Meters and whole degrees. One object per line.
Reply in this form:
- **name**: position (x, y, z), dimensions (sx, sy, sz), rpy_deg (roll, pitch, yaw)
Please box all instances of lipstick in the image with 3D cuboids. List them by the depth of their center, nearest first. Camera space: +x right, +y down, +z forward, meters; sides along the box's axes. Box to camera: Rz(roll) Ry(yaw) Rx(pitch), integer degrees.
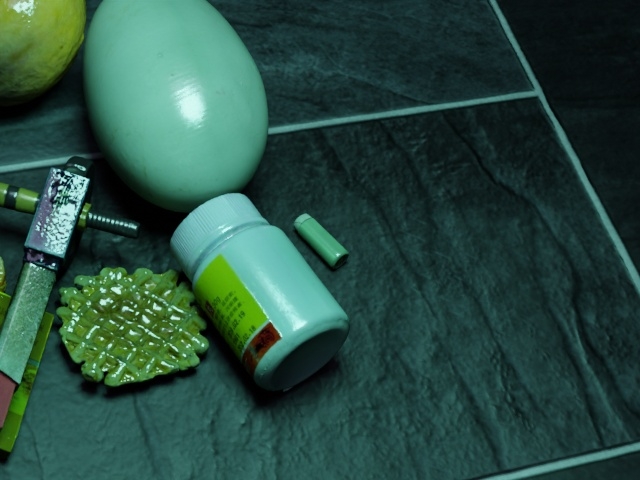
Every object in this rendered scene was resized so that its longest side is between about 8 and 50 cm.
- **lipstick**: position (-0.336, 0.070, 1.646), dimensions (0.051, 0.051, 0.312), rpy_deg (19, 74, -8)

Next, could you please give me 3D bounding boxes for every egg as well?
- **egg**: position (-0.194, -0.197, 1.867), dimensions (0.230, 0.230, 0.371), rpy_deg (-9, 52, -18)

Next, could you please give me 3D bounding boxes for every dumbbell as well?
- **dumbbell**: position (-0.383, -0.053, 1.776), dimensions (0.326, 0.143, 0.143), rpy_deg (15, 53, -1)

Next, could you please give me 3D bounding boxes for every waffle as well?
- **waffle**: position (-0.231, 0.101, 1.757), dimensions (0.184, 0.036, 0.169), rpy_deg (-9, 55, -24)

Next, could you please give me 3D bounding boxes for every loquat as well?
- **loquat**: position (-0.416, -0.287, 1.893), dimensions (0.238, 0.193, 0.238), rpy_deg (-7, 68, 19)

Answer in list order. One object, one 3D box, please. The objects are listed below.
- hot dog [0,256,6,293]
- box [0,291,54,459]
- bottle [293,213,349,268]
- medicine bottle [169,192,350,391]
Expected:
- **hot dog**: position (-0.406, 0.059, 1.760), dimensions (0.034, 0.030, 0.090), rpy_deg (18, 53, 0)
- **box**: position (-0.394, 0.148, 1.674), dimensions (0.121, 0.030, 0.193), rpy_deg (26, 52, -19)
- **bottle**: position (0.000, 0.000, 1.888), dimensions (0.030, 0.030, 0.083), rpy_deg (-32, 65, -29)
- **medicine bottle**: position (-0.076, 0.062, 1.758), dimensions (0.139, 0.139, 0.225), rpy_deg (-25, 63, -26)
